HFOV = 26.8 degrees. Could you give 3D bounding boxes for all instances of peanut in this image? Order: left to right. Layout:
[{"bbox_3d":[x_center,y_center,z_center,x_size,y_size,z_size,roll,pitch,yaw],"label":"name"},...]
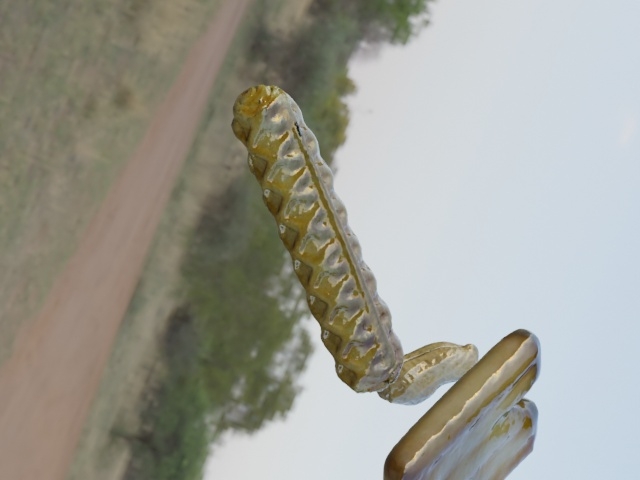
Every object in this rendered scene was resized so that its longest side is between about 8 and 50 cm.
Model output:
[{"bbox_3d":[0.162,0.202,2.043,0.080,0.174,0.080,161,-90,-73],"label":"peanut"}]

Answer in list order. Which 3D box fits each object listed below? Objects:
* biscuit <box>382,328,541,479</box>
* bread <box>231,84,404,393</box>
[{"bbox_3d":[0.181,0.263,1.689,0.290,0.062,0.237,-42,143,-29],"label":"biscuit"},{"bbox_3d":[-0.001,0.001,1.475,0.077,0.367,0.084,-20,-171,22],"label":"bread"}]
